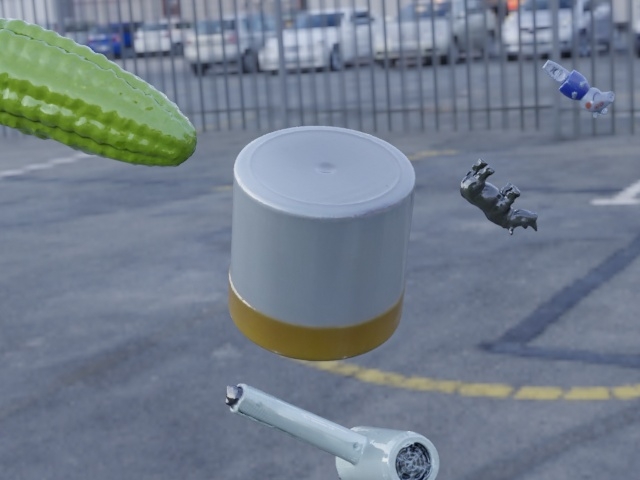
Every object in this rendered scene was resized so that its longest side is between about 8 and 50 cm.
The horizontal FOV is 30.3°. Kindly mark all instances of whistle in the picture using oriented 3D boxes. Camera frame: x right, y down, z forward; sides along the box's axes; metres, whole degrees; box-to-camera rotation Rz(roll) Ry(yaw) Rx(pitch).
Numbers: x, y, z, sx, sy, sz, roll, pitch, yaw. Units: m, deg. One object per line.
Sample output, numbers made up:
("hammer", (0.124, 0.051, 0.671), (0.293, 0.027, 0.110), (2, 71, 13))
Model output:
("whistle", (0.274, -0.164, 1.257), (0.083, 0.033, 0.029), (37, 18, 2))

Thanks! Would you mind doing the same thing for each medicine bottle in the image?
("medicine bottle", (0.000, 0.000, 1.552), (0.238, 0.232, 0.238), (4, 32, -2))

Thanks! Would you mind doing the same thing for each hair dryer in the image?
("hair dryer", (0.005, 0.206, 1.290), (0.236, 0.073, 0.131), (29, -18, -18))

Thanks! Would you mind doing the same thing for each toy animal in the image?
("toy animal", (0.269, -0.056, 1.755), (0.135, 0.065, 0.047), (38, 12, -9))

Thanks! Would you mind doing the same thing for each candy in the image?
("candy", (-0.203, -0.118, 1.015), (0.209, 0.097, 0.097), (23, 15, 6))
